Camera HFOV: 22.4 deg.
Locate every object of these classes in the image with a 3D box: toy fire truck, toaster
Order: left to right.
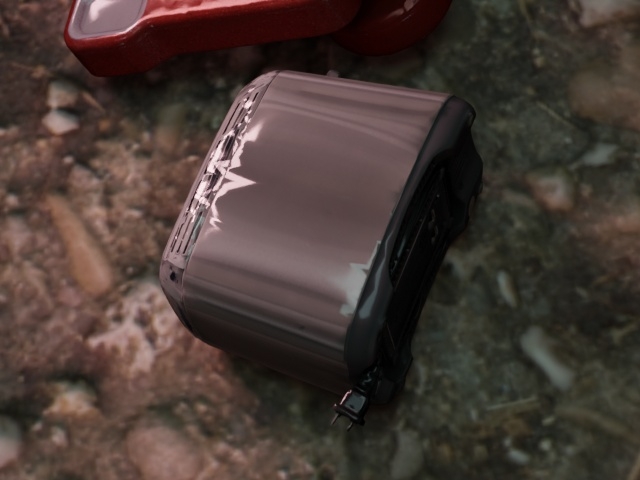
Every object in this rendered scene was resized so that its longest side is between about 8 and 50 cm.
[{"bbox_3d":[-0.043,-0.259,1.121,0.254,0.169,0.302,-4,61,25],"label":"toy fire truck"},{"bbox_3d":[0.000,0.000,0.997,0.146,0.129,0.227,16,69,18],"label":"toaster"}]
